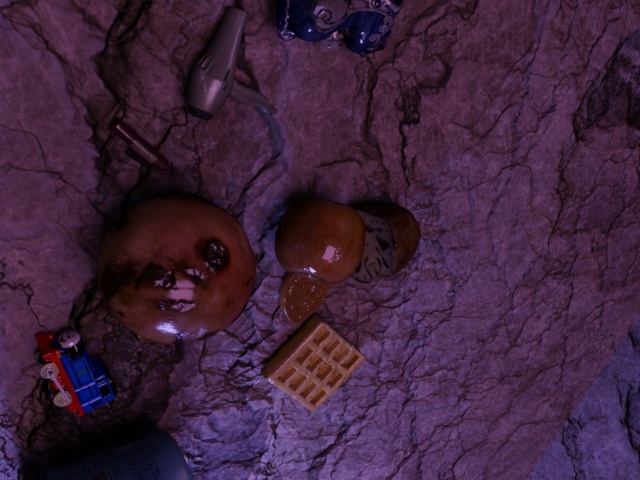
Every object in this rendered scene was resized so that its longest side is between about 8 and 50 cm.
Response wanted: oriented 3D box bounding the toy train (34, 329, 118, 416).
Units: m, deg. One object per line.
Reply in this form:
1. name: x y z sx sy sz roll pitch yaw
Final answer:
1. toy train: -0.535 0.282 1.546 0.131 0.083 0.204 -24 129 -19

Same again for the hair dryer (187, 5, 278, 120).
1. hair dryer: -0.161 -0.353 1.426 0.225 0.088 0.219 -12 120 -43

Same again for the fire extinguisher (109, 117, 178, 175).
1. fire extinguisher: -0.355 -0.175 1.423 0.049 0.035 0.173 -49 128 -3

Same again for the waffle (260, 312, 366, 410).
1. waffle: -0.015 0.338 1.933 0.221 0.055 0.248 -47 132 -1

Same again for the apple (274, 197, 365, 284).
1. apple: 0.000 0.000 1.646 0.211 0.211 0.188 21 78 -39

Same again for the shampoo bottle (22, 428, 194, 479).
1. shampoo bottle: -0.470 0.644 1.640 0.342 0.331 0.331 -18 125 -25

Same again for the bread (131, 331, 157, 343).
1. bread: -0.387 0.192 1.608 0.085 0.053 0.085 -12 111 -32

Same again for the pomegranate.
1. pomegranate: -0.286 0.057 1.437 0.322 0.322 0.322 -16 124 -25

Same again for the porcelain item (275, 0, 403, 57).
1. porcelain item: 0.037 -0.467 1.452 0.288 0.138 0.186 -15 141 -31

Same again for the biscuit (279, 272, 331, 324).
1. biscuit: -0.036 0.115 1.804 0.142 0.029 0.221 10 112 -38

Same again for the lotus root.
1. lotus root: 0.165 0.005 1.777 0.180 0.188 0.199 -12 122 -43
